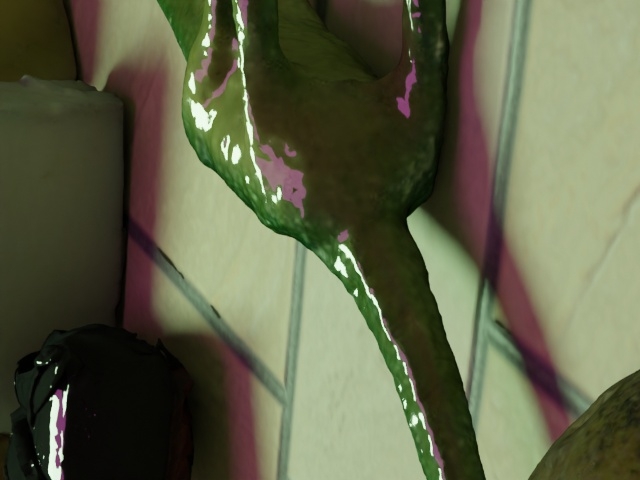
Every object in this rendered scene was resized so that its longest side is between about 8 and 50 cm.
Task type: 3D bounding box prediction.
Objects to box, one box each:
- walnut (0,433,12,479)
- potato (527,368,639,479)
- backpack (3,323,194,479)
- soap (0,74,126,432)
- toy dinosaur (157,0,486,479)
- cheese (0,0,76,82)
[{"bbox_3d":[-0.259,0.189,1.312,0.213,0.213,0.213,28,121,60],"label":"walnut"},{"bbox_3d":[0.129,0.158,0.532,0.165,0.165,0.262,7,107,64],"label":"potato"},{"bbox_3d":[-0.125,0.105,1.107,0.165,0.105,0.120,-128,44,-79],"label":"backpack"},{"bbox_3d":[-0.245,-0.031,1.253,0.302,0.159,0.258,43,135,51],"label":"soap"},{"bbox_3d":[0.000,0.000,0.856,0.447,0.087,0.301,-151,51,-62],"label":"toy dinosaur"},{"bbox_3d":[-0.314,-0.094,1.282,0.265,0.242,0.124,-39,61,60],"label":"cheese"}]
